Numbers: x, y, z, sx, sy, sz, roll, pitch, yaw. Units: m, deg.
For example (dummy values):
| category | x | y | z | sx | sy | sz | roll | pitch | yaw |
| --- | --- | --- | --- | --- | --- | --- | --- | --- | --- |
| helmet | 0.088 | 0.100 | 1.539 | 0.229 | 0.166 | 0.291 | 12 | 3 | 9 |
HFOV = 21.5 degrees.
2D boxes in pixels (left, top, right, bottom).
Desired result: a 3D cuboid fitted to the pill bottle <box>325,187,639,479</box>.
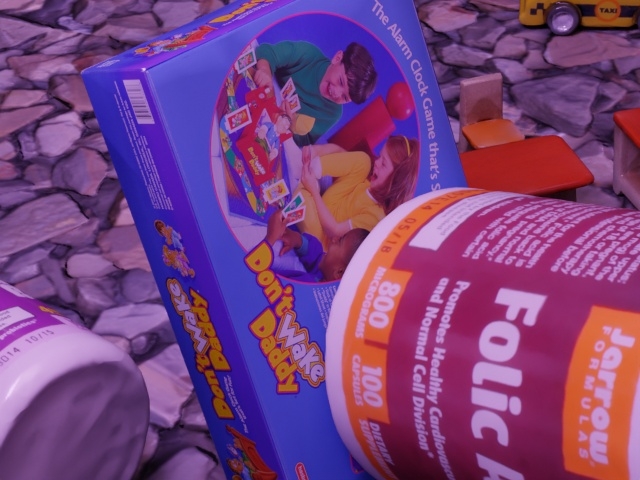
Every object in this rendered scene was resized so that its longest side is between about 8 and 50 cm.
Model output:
| category | x | y | z | sx | sy | sz | roll | pitch | yaw |
| --- | --- | --- | --- | --- | --- | --- | --- | --- | --- |
| pill bottle | 0.204 | 0.094 | 1.044 | 0.224 | 0.224 | 0.392 | -30 | 24 | -33 |

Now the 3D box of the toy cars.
| category | x | y | z | sx | sy | sz | roll | pitch | yaw |
| --- | --- | --- | --- | --- | --- | --- | --- | --- | --- |
| toy cars | 0.374 | -0.234 | 1.713 | 0.176 | 0.087 | 0.393 | -30 | 43 | -32 |

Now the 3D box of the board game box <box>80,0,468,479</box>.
| category | x | y | z | sx | sy | sz | roll | pitch | yaw |
| --- | --- | --- | --- | --- | --- | --- | --- | --- | --- |
| board game box | 0.000 | 0.000 | 1.181 | 0.233 | 0.347 | 0.078 | -30 | 21 | -34 |

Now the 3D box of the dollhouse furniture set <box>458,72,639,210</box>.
| category | x | y | z | sx | sy | sz | roll | pitch | yaw |
| --- | --- | --- | --- | --- | --- | --- | --- | --- | --- |
| dollhouse furniture set | 0.200 | -0.065 | 1.443 | 0.259 | 0.135 | 0.262 | -13 | 36 | -14 |

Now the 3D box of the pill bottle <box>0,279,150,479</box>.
| category | x | y | z | sx | sy | sz | roll | pitch | yaw |
| --- | --- | --- | --- | --- | --- | --- | --- | --- | --- |
| pill bottle | -0.282 | 0.095 | 1.219 | 0.301 | 0.169 | 0.169 | 25 | 44 | 33 |
